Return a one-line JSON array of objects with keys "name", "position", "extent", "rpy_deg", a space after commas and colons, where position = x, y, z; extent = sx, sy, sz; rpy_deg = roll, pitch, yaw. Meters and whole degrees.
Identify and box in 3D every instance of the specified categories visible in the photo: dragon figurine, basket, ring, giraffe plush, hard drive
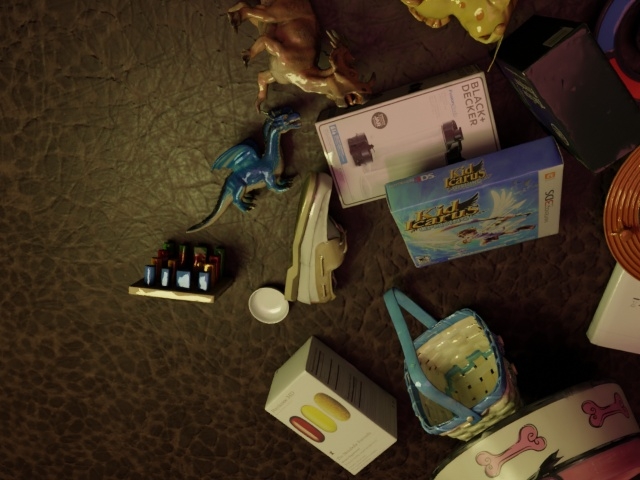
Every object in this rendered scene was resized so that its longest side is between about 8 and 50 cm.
[{"name": "dragon figurine", "position": [-0.143, -0.133, 1.097], "extent": [0.289, 0.085, 0.144], "rpy_deg": [-27, 106, 12]}, {"name": "basket", "position": [0.240, 0.233, 1.132], "extent": [0.289, 0.255, 0.201], "rpy_deg": [33, 116, -29]}, {"name": "ring", "position": [0.662, -0.053, 1.023], "extent": [0.336, 0.032, 0.337], "rpy_deg": [3, 113, 6]}, {"name": "giraffe plush", "position": [0.215, -0.385, 0.911], "extent": [0.170, 0.181, 0.210], "rpy_deg": [21, 97, 9]}, {"name": "hard drive", "position": [0.673, 0.059, 1.113], "extent": [0.232, 0.047, 0.353], "rpy_deg": [12, 115, 1]}]

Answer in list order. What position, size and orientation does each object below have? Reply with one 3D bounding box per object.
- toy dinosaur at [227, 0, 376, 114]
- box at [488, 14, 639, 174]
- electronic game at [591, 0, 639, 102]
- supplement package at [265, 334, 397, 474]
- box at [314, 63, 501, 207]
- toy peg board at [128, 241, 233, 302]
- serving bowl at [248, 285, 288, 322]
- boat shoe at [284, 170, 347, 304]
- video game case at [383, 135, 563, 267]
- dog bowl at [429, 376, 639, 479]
[{"name": "toy dinosaur", "position": [-0.038, -0.335, 0.984], "extent": [0.200, 0.127, 0.296], "rpy_deg": [-18, 92, -3]}, {"name": "box", "position": [0.364, -0.229, 0.903], "extent": [0.103, 0.261, 0.184], "rpy_deg": [-40, 104, 19]}, {"name": "electronic game", "position": [0.541, -0.327, 0.942], "extent": [0.229, 0.048, 0.229], "rpy_deg": [0, 123, 0]}, {"name": "supplement package", "position": [0.026, 0.344, 1.261], "extent": [0.244, 0.134, 0.139], "rpy_deg": [38, 112, -10]}, {"name": "box", "position": [0.153, -0.180, 1.044], "extent": [0.289, 0.087, 0.169], "rpy_deg": [-14, 111, 12]}, {"name": "toy peg board", "position": [-0.263, 0.056, 1.163], "extent": [0.161, 0.160, 0.079], "rpy_deg": [5, 98, 4]}, {"name": "serving bowl", "position": [-0.105, 0.129, 1.240], "extent": [0.083, 0.027, 0.083], "rpy_deg": [3, 113, 6]}, {"name": "boat shoe", "position": [0.000, 0.000, 1.116], "extent": [0.103, 0.113, 0.302], "rpy_deg": [9, 135, -2]}, {"name": "video game case", "position": [0.267, -0.052, 1.025], "extent": [0.269, 0.061, 0.244], "rpy_deg": [-16, 151, 13]}, {"name": "dog bowl", "position": [0.419, 0.428, 1.124], "extent": [0.407, 0.150, 0.408], "rpy_deg": [-18, 145, -13]}]
